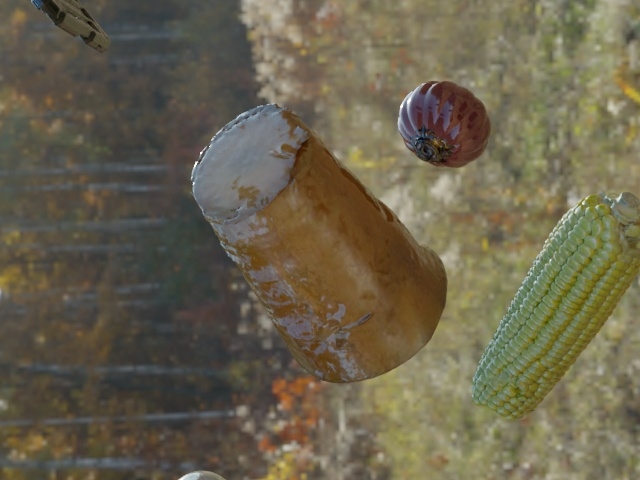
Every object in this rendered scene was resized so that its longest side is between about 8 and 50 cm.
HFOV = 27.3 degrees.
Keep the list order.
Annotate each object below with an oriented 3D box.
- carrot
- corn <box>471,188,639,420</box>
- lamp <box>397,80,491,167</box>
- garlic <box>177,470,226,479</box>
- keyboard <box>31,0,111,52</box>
[{"bbox_3d":[0.000,0.000,1.356,0.254,0.196,0.196,55,-160,-40],"label":"carrot"},{"bbox_3d":[0.172,0.049,0.950,0.067,0.067,0.206,-97,28,-54],"label":"corn"},{"bbox_3d":[0.139,-0.129,1.476,0.092,0.107,0.107,-53,-20,-33],"label":"lamp"},{"bbox_3d":[-0.120,0.334,1.298,0.226,0.199,0.199,110,158,-70],"label":"garlic"},{"bbox_3d":[-0.241,-0.220,1.176,0.106,0.016,0.262,50,-178,-1],"label":"keyboard"}]
